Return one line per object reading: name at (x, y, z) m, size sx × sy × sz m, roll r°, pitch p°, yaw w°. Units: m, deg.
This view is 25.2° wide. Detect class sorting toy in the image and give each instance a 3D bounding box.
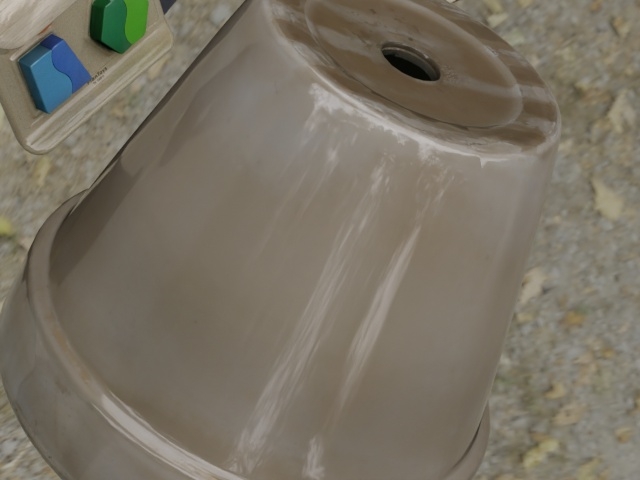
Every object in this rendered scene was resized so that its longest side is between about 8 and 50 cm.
sorting toy at (-0.208, -0.253, 1.391) m, size 0.307 × 0.041 × 0.229 m, roll -45°, pitch 139°, yaw -27°

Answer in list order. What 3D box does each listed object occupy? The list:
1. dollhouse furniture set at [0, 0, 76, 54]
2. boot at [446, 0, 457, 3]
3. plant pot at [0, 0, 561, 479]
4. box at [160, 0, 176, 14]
dollhouse furniture set at (-0.259, -0.177, 0.724) m, size 0.161 × 0.212 × 0.242 m, roll -47°, pitch 117°, yaw -21°
boot at (0.111, -0.413, 1.661) m, size 0.138 × 0.377 × 0.284 m, roll -24°, pitch 103°, yaw -5°
plant pot at (0.000, 0.000, 0.870) m, size 0.323 × 0.280 × 0.323 m, roll 20°, pitch 33°, yaw -14°
box at (-0.322, -0.427, 1.596) m, size 0.343 × 0.312 × 0.179 m, roll 36°, pitch 79°, yaw 19°
